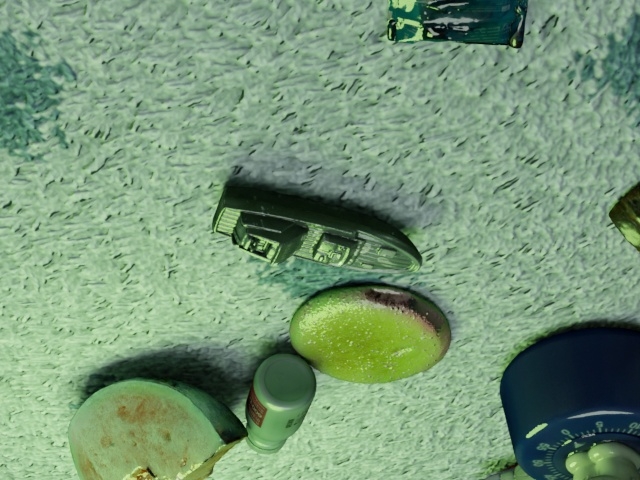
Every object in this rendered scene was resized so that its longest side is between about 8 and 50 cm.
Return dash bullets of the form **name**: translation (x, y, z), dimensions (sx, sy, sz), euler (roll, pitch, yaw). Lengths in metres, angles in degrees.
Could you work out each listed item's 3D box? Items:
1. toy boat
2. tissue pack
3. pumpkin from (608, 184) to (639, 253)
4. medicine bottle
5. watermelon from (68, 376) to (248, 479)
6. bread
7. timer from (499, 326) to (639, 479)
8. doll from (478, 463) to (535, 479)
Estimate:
- **toy boat**: translation (0.000, 0.000, 1.302), dimensions (0.261, 0.085, 0.078), euler (14, 139, -13)
- **tissue pack**: translation (0.135, -0.222, 1.071), dimensions (0.138, 0.028, 0.085), euler (-1, 140, 0)
- **pumpkin**: translation (0.506, 0.015, 1.292), dimensions (0.280, 0.190, 0.139), euler (52, 134, 10)
- **medicine bottle**: translation (-0.066, 0.247, 1.599), dimensions (0.091, 0.090, 0.216), euler (9, 148, -7)
- **watermelon**: translation (-0.242, 0.292, 1.652), dimensions (0.322, 0.188, 0.175), euler (-34, 170, 27)
- **bread**: translation (0.068, 0.138, 1.507), dimensions (0.229, 0.033, 0.228), euler (2, 140, 1)
- **timer**: translation (0.386, 0.338, 1.455), dimensions (0.271, 0.383, 0.270), euler (2, 140, 1)
- **doll**: translation (0.350, 0.378, 1.753), dimensions (0.102, 0.075, 0.227), euler (14, 154, -39)
